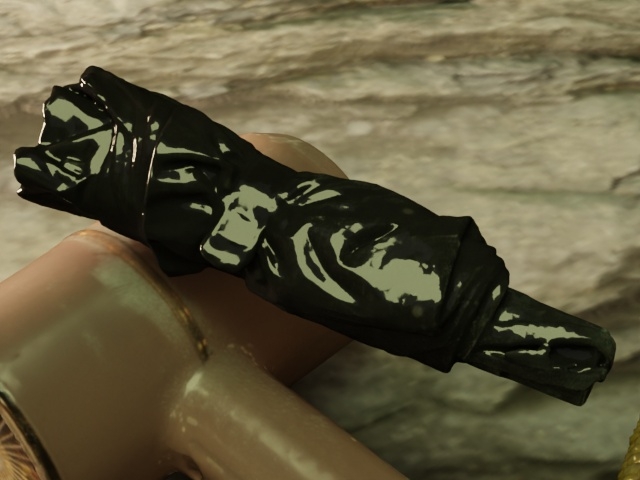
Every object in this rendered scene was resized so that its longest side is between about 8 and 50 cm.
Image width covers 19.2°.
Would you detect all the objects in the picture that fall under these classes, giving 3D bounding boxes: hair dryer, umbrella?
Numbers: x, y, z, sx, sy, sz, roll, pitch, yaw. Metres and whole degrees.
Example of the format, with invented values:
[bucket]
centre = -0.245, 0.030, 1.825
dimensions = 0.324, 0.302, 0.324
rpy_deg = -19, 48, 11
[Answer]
[hair dryer]
centre = 0.019, 0.098, 0.720
dimensions = 0.189, 0.107, 0.344
rpy_deg = -34, 55, -31
[umbrella]
centre = 0.000, 0.000, 0.710
dimensions = 0.235, 0.059, 0.066
rpy_deg = 22, 68, 13

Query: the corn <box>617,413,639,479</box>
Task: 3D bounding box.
[corn]
centre = 0.163, 0.082, 0.723
dimensions = 0.085, 0.063, 0.165
rpy_deg = 28, 49, 4
